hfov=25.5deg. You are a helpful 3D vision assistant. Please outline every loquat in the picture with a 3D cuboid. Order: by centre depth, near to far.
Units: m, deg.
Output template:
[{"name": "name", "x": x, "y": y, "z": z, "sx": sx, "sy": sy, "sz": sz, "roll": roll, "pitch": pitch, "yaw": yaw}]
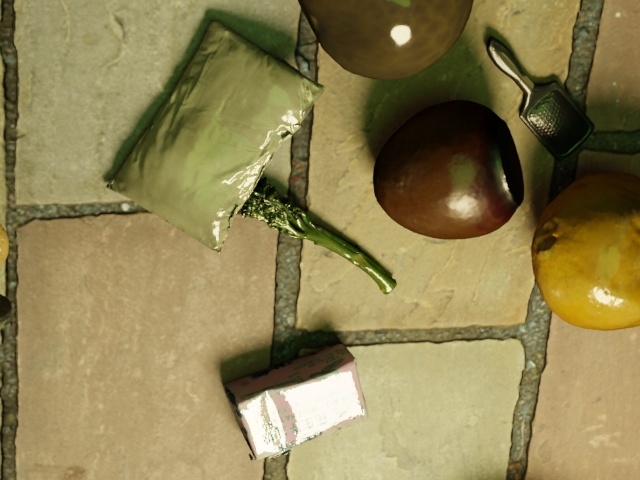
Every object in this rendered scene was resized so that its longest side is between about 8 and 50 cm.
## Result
[{"name": "loquat", "x": 0.353, "y": 0.018, "z": 1.691, "sx": 0.234, "sy": 0.176, "sz": 0.187, "roll": 5, "pitch": 111, "yaw": -30}]

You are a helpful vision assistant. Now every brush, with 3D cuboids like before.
[{"name": "brush", "x": 0.253, "y": -0.171, "z": 1.668, "sx": 0.063, "sy": 0.016, "sz": 0.193, "roll": -45, "pitch": 117, "yaw": 4}]

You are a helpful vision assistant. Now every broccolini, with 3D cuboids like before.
[{"name": "broccolini", "x": 0.000, "y": 0.000, "z": 1.658, "sx": 0.239, "sy": 0.051, "sz": 0.054, "roll": 33, "pitch": 87, "yaw": -32}]

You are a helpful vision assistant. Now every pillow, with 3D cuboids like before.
[{"name": "pillow", "x": -0.115, "y": -0.112, "z": 1.558, "sx": 0.148, "sy": 0.050, "sz": 0.229, "roll": 34, "pitch": 99, "yaw": -3}]

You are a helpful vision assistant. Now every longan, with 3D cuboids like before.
[{"name": "longan", "x": 0.064, "y": -0.276, "z": 1.476, "sx": 0.212, "sy": 0.198, "sz": 0.198, "roll": 40, "pitch": 97, "yaw": -21}]

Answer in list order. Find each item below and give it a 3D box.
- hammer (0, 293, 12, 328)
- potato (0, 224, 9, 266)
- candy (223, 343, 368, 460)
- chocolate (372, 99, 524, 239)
[{"name": "hammer", "x": -0.512, "y": 0.027, "z": 1.507, "sx": 0.365, "sy": 0.043, "sz": 0.111, "roll": 31, "pitch": 121, "yaw": -22}, {"name": "potato", "x": -0.384, "y": 0.007, "z": 1.539, "sx": 0.083, "sy": 0.062, "sz": 0.068, "roll": -1, "pitch": 99, "yaw": 7}, {"name": "candy", "x": -0.027, "y": 0.195, "z": 1.713, "sx": 0.160, "sy": 0.073, "sz": 0.092, "roll": -19, "pitch": 112, "yaw": -7}, {"name": "chocolate", "x": 0.142, "y": -0.077, "z": 1.611, "sx": 0.177, "sy": 0.177, "sz": 0.176, "roll": -6, "pitch": 114, "yaw": -14}]
